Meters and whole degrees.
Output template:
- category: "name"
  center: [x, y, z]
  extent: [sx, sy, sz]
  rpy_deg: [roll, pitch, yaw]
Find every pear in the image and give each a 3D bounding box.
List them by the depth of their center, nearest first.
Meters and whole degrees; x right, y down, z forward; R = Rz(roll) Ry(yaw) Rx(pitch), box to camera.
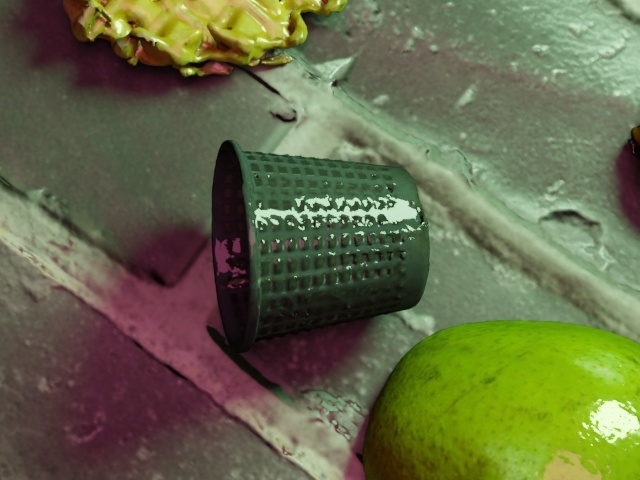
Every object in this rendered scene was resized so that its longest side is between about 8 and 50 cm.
- category: "pear"
  center: [0.158, 0.162, 1.423]
  extent: [0.239, 0.139, 0.288]
  rpy_deg: [34, 78, 14]

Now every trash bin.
- category: "trash bin"
  center: [0.000, 0.000, 1.440]
  extent: [0.161, 0.175, 0.175]
  rpy_deg: [-4, 78, -15]

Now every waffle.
- category: "waffle"
  center: [-0.112, -0.273, 1.536]
  extent: [0.280, 0.060, 0.262]
  rpy_deg: [-9, 79, -4]

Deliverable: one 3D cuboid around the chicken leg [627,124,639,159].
- category: "chicken leg"
  center: [0.395, -0.151, 1.518]
  extent: [0.304, 0.093, 0.113]
  rpy_deg: [-41, 71, -13]
